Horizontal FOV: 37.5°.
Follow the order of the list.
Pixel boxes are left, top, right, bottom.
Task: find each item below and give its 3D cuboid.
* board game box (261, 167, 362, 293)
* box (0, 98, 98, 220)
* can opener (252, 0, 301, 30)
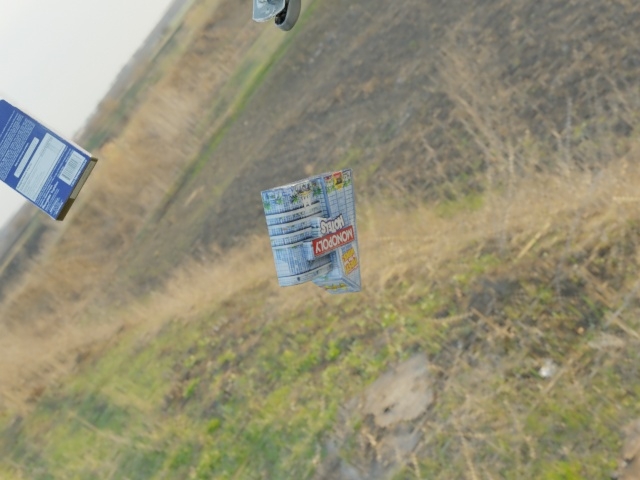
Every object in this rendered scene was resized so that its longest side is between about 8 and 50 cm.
[{"bbox_3d":[0.000,0.000,1.449,0.060,0.194,0.194,-8,8,30],"label":"board game box"},{"bbox_3d":[-0.534,-0.152,1.748,0.136,0.225,0.036,-58,-13,7],"label":"box"},{"bbox_3d":[-0.086,-0.541,1.875,0.076,0.095,0.283,-17,58,32],"label":"can opener"}]
